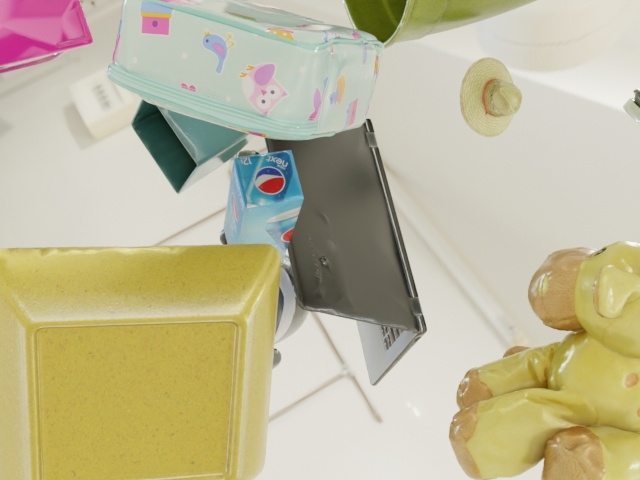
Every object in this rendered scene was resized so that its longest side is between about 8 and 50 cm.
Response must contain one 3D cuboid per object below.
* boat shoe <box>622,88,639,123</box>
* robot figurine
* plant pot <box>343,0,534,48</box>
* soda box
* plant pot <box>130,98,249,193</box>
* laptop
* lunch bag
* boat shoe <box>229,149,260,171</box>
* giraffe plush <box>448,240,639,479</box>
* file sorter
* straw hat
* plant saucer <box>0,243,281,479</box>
[{"bbox_3d":[0.558,-0.160,1.345,0.109,0.091,0.305,23,24,-29],"label":"boat shoe"},{"bbox_3d":[-0.119,0.101,1.541,0.174,0.209,0.278,29,10,13],"label":"robot figurine"},{"bbox_3d":[0.245,-0.515,1.510,0.366,0.353,0.366,171,-90,-74],"label":"plant pot"},{"bbox_3d":[-0.075,-0.032,1.141,0.210,0.071,0.067,113,-36,-66],"label":"soda box"},{"bbox_3d":[-0.203,-0.234,1.738,0.165,0.234,0.166,56,-26,1],"label":"plant pot"},{"bbox_3d":[0.000,0.000,1.450,0.408,0.236,0.381,117,-35,-60],"label":"laptop"},{"bbox_3d":[-0.069,-0.179,0.919,0.279,0.224,0.107,-31,137,-69],"label":"lunch bag"},{"bbox_3d":[-0.123,-0.117,2.028,0.219,0.070,0.077,54,37,-46],"label":"boat shoe"},{"bbox_3d":[0.202,0.077,0.651,0.181,0.210,0.170,-52,143,-63],"label":"giraffe plush"},{"bbox_3d":[-0.449,-0.350,1.147,0.182,0.202,0.290,1,-70,61],"label":"file sorter"},{"bbox_3d":[0.311,-0.244,1.575,0.061,0.144,0.144,14,-44,52],"label":"straw hat"},{"bbox_3d":[-0.210,0.171,1.051,0.081,0.333,0.332,-120,-148,-61],"label":"plant saucer"}]
